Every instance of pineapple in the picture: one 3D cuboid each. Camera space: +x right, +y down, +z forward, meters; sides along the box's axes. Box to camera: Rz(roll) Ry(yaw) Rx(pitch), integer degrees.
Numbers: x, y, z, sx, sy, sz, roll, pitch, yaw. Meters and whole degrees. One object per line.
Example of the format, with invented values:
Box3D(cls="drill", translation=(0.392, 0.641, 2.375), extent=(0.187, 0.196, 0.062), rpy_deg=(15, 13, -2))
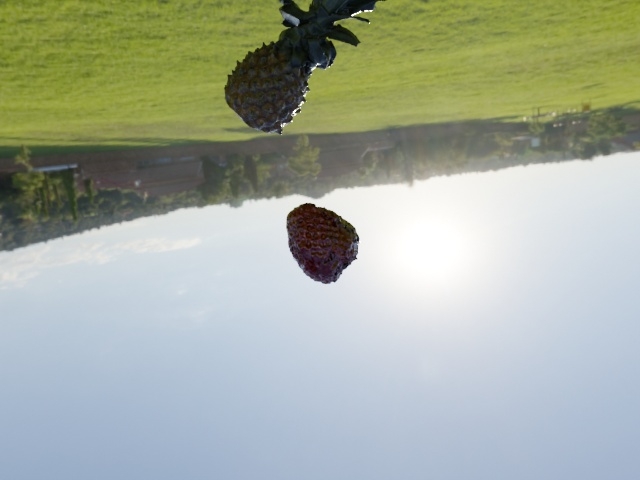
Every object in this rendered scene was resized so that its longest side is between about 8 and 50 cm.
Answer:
Box3D(cls="pineapple", translation=(-0.013, -0.268, 0.643), extent=(0.277, 0.130, 0.119), rpy_deg=(-47, 153, 26))

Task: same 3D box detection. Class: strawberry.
Box3D(cls="strawberry", translation=(0.000, 0.000, 0.547), extent=(0.083, 0.096, 0.083), rpy_deg=(-35, -163, 13))
